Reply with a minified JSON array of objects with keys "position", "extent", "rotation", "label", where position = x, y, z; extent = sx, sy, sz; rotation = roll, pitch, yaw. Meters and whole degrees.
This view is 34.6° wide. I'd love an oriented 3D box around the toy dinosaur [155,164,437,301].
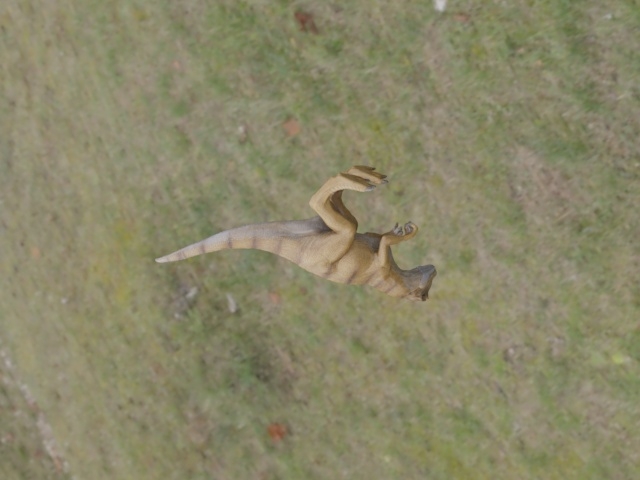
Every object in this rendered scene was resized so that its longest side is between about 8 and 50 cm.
[{"position":[0.000,0.000,0.741],"extent":[0.064,0.212,0.112],"rotation":[-117,44,-66],"label":"toy dinosaur"}]
